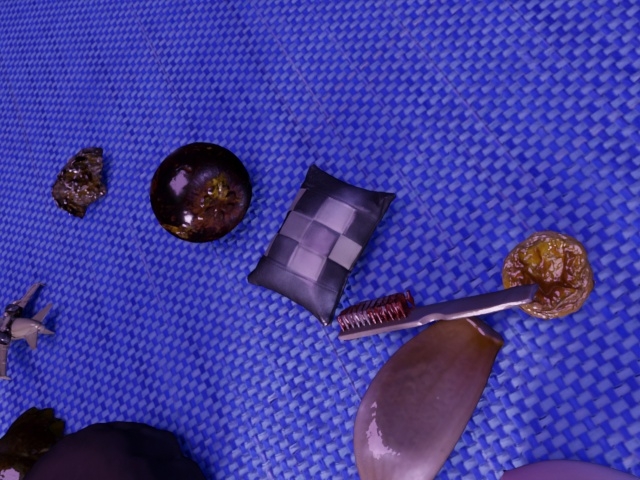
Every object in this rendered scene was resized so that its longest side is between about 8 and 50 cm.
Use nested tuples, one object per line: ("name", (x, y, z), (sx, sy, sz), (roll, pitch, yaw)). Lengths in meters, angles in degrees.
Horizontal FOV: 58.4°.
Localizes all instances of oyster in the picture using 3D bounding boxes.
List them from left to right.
("oyster", (-0.538, -0.137, 1.304), (0.056, 0.105, 0.177), (-5, 52, 39))

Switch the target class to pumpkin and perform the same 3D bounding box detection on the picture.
("pumpkin", (-0.600, 0.431, 1.153), (0.254, 0.149, 0.130), (28, 98, 31))

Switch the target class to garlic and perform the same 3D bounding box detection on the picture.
("garlic", (0.147, 0.236, 0.838), (0.143, 0.112, 0.318), (31, 85, 21))

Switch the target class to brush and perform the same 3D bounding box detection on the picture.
("brush", (0.159, 0.096, 0.857), (0.321, 0.060, 0.050), (-17, 98, 36))

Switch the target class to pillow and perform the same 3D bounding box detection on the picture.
("pillow", (0.000, 0.000, 0.982), (0.186, 0.106, 0.250), (26, 85, 30))

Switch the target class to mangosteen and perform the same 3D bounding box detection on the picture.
("mangosteen", (-0.238, -0.098, 1.100), (0.217, 0.192, 0.192), (30, 91, 54))

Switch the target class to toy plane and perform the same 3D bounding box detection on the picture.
("toy plane", (-0.712, 0.203, 1.305), (0.244, 0.092, 0.229), (-7, 57, 23))

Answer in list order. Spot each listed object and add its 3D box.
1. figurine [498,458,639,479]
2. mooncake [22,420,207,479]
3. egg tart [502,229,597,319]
("figurine", (0.363, 0.378, 0.615), (0.316, 0.284, 0.206), (-25, 109, 32))
("mooncake", (-0.363, 0.495, 0.971), (0.381, 0.212, 0.350), (-23, 62, 21))
("egg tart", (0.331, 0.052, 0.828), (0.130, 0.052, 0.130), (-9, 71, 26))
